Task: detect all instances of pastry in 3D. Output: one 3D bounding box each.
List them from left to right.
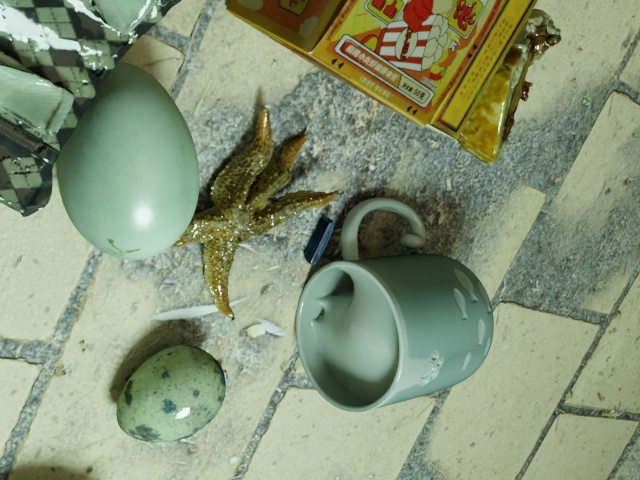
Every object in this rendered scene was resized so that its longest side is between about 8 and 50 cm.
[{"bbox_3d":[0.268,-0.260,1.758,0.237,0.170,0.256,-50,161,-47],"label":"pastry"}]

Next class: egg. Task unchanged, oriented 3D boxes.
[{"bbox_3d":[-0.250,-0.100,1.379,0.182,0.183,0.264,-22,122,-32],"label":"egg"},{"bbox_3d":[-0.234,0.244,1.668,0.181,0.141,0.141,-33,136,-10],"label":"egg"}]

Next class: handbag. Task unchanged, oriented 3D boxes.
[{"bbox_3d":[-0.335,-0.256,1.176,0.316,0.180,0.416,38,91,-35],"label":"handbag"}]

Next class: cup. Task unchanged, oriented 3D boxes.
[{"bbox_3d":[0.136,0.102,1.864,0.274,0.259,0.357,-4,89,-42],"label":"cup"}]

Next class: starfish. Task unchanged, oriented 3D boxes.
[{"bbox_3d":[-0.100,-0.044,1.635,0.293,0.084,0.301,-45,134,-8],"label":"starfish"}]

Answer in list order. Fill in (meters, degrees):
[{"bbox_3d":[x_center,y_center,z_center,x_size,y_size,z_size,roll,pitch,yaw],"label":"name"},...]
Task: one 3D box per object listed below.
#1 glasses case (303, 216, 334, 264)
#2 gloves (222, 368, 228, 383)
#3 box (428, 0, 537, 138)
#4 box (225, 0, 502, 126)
[{"bbox_3d":[0.000,0.000,1.793,0.023,0.033,0.083,20,103,-29],"label":"glasses case"},{"bbox_3d":[-0.183,0.236,1.781,0.081,0.037,0.044,-7,96,-28],"label":"gloves"},{"bbox_3d":[0.200,-0.332,1.633,0.084,0.193,0.302,21,101,-50],"label":"box"},{"bbox_3d":[0.075,-0.348,1.493,0.283,0.214,0.260,22,99,-48],"label":"box"}]
